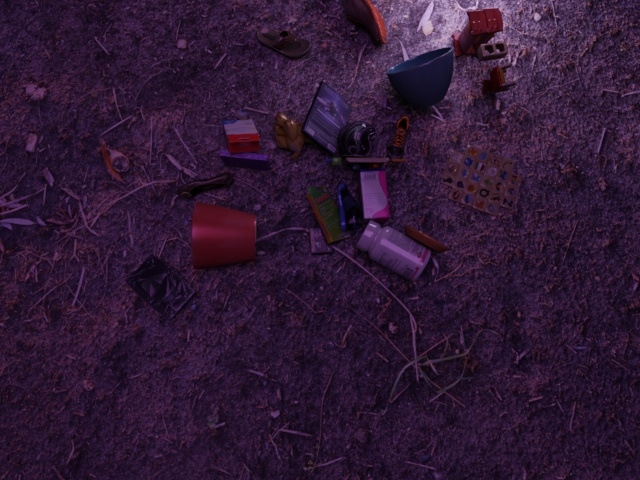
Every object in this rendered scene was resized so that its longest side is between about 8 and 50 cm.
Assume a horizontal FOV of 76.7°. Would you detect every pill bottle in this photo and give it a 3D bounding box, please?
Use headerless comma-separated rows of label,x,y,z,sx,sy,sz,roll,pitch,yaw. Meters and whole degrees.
pill bottle,0.302,0.038,1.698,0.283,0.160,0.160,30,80,4

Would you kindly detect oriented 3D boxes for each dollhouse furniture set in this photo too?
dollhouse furniture set,0.746,-0.843,1.873,0.153,0.201,0.373,-9,85,-3

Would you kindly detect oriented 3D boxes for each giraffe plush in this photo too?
giraffe plush,-0.088,-0.480,1.807,0.171,0.181,0.210,-29,69,-28

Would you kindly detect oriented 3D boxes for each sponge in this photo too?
sponge,-0.330,-0.353,1.787,0.211,0.117,0.031,7,77,0

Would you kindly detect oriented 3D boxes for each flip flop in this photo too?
flip flop,-0.178,-0.957,1.930,0.277,0.080,0.112,24,79,4

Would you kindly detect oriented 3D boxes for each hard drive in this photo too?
hard drive,-0.665,0.196,1.702,0.255,0.054,0.172,39,80,6

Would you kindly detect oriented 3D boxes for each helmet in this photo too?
helmet,0.160,-0.447,1.793,0.170,0.169,0.161,4,95,0

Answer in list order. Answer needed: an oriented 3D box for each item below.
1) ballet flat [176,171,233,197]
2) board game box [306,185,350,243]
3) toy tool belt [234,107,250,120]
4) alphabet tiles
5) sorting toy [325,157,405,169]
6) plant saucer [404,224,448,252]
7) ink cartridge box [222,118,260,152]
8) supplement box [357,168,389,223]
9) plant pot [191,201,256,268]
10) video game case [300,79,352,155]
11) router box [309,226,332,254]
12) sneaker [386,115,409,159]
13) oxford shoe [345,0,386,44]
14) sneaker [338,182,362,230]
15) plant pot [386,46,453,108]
ballet flat,-0.505,-0.235,1.783,0.250,0.084,0.058,-20,78,-11
board game box,0.031,-0.117,1.754,0.124,0.039,0.259,-14,78,-46
toy tool belt,-0.351,-0.573,1.865,0.083,0.052,0.051,33,88,5
alphabet tiles,0.735,-0.276,1.846,0.343,0.011,0.284,22,79,3
sorting toy,0.196,-0.332,1.763,0.349,0.196,0.047,0,97,-1
plant saucer,0.435,-0.001,1.693,0.200,0.200,0.037,29,94,5
ink cartridge box,-0.341,-0.444,1.750,0.134,0.077,0.231,-8,39,-15
supplement box,0.229,-0.189,1.767,0.112,0.114,0.219,-3,77,-2
plant pot,-0.388,-0.015,1.661,0.244,0.275,0.274,2,78,-11
video game case,0.032,-0.546,1.810,0.196,0.026,0.273,31,69,-34
router box,0.000,0.000,1.762,0.092,0.038,0.122,-4,78,-3
sneaker,0.355,-0.468,1.841,0.084,0.083,0.214,12,80,0
oxford shoe,0.207,-1.096,1.966,0.133,0.130,0.363,-27,86,27
sneaker,0.128,-0.149,1.756,0.091,0.081,0.231,-7,67,8
plant pot,0.466,-0.714,1.820,0.291,0.290,0.195,-27,117,-6
